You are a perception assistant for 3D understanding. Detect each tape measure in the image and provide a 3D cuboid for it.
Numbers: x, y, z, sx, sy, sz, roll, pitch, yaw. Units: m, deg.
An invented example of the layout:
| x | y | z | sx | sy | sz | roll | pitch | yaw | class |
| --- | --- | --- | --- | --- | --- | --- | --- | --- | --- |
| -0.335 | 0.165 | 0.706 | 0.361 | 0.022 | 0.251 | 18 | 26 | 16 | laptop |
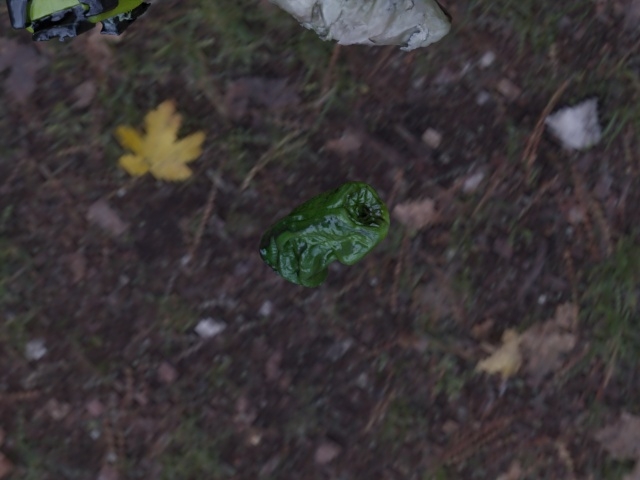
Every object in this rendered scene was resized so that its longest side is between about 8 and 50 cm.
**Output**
| x | y | z | sx | sy | sz | roll | pitch | yaw | class |
| --- | --- | --- | --- | --- | --- | --- | --- | --- | --- |
| -0.217 | -0.277 | 1.628 | 0.112 | 0.186 | 0.199 | -5 | 103 | 24 | tape measure |

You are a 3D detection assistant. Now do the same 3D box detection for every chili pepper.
| x | y | z | sx | sy | sz | roll | pitch | yaw | class |
| --- | --- | --- | --- | --- | --- | --- | --- | --- | --- |
| -0.001 | 0.001 | 0.700 | 0.030 | 0.034 | 0.091 | 61 | 155 | 4 | chili pepper |

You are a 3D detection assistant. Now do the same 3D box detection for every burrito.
| x | y | z | sx | sy | sz | roll | pitch | yaw | class |
| --- | --- | --- | --- | --- | --- | --- | --- | --- | --- |
| -0.030 | -0.262 | 1.452 | 0.107 | 0.175 | 0.348 | -48 | 47 | 13 | burrito |
